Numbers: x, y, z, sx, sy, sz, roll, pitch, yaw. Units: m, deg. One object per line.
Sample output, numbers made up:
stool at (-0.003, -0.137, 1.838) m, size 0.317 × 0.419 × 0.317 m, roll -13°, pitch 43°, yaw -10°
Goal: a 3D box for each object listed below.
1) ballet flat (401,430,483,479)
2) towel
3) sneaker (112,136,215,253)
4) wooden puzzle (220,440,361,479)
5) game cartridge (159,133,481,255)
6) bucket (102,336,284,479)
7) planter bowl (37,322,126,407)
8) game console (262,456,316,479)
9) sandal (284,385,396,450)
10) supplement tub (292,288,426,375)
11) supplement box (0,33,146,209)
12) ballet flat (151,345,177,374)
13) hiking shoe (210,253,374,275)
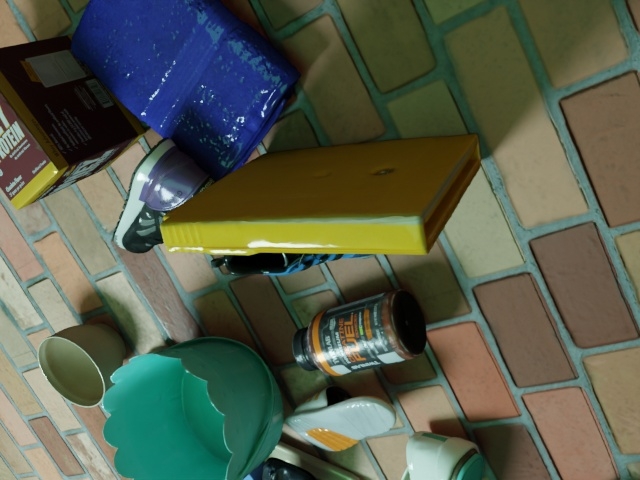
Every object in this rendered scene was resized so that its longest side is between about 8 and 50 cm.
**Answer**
ballet flat at (0.193, 0.487, 1.045) m, size 0.139 × 0.139 × 0.400 m, roll 8°, pitch 113°, yaw 22°
towel at (-0.192, -0.253, 0.881) m, size 0.308 × 0.076 × 0.227 m, roll 43°, pitch 122°, yaw -1°
sneaker at (-0.235, -0.029, 0.959) m, size 0.124 × 0.107 × 0.283 m, roll 37°, pitch 147°, yaw -3°
wooden puzzle at (-0.108, 0.524, 1.222) m, size 0.348 × 0.080 × 0.322 m, roll 23°, pitch 123°, yaw 14°
game cartridge at (0.007, -0.057, 0.750) m, size 0.324 × 0.285 × 0.052 m, roll -2°, pitch 113°, yaw 27°
bucket at (-0.209, 0.303, 1.056) m, size 0.281 × 0.183 × 0.281 m, roll 3°, pitch 96°, yaw 29°
planter bowl at (-0.456, 0.230, 1.224) m, size 0.162 × 0.109 × 0.162 m, roll 11°, pitch 119°, yaw 21°
game console at (-0.044, 0.547, 1.143) m, size 0.213 × 0.044 × 0.361 m, roll 10°, pitch 120°, yaw 14°
sandal at (0.043, 0.284, 1.028) m, size 0.102 × 0.076 × 0.265 m, roll 41°, pitch 140°, yaw -14°
supplement tub at (0.053, 0.146, 0.939) m, size 0.198 × 0.106 × 0.106 m, roll -22°, pitch 104°, yaw 32°
supplement box at (-0.417, -0.185, 0.945) m, size 0.129 × 0.194 × 0.191 m, roll -29°, pitch 100°, yaw 34°
ballet flat at (-0.349, 0.277, 1.233) m, size 0.213 × 0.072 × 0.068 m, roll -43°, pitch 64°, yaw 34°
hiking shoe at (0.000, 0.000, 0.874) m, size 0.304 × 0.132 × 0.113 m, roll -15°, pitch 107°, yaw 31°
